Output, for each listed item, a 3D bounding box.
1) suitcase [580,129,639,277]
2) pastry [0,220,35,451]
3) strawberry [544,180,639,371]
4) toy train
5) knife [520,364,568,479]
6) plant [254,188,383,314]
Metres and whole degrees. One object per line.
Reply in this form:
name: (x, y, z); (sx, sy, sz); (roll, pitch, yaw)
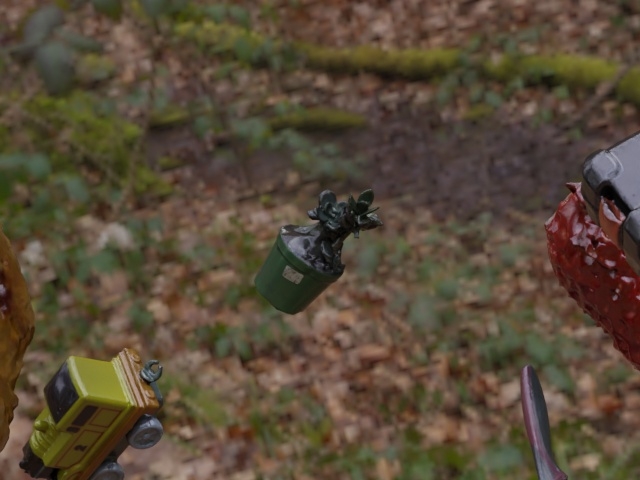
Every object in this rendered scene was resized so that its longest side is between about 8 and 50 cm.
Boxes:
suitcase: (0.344, 0.002, 1.156); (0.206, 0.066, 0.285); (-30, 55, -5)
pastry: (-0.454, 0.085, 1.449); (0.245, 0.409, 0.409); (-11, 19, 34)
strawberry: (0.351, 0.041, 1.649); (0.205, 0.244, 0.205); (-14, -24, -6)
toy train: (-0.254, 0.201, 1.724); (0.127, 0.219, 0.089); (17, 34, -41)
knife: (0.241, 0.247, 1.658); (0.035, 0.247, 0.018); (2, -25, -25)
plant: (0.000, 0.000, 1.041); (0.102, 0.051, 0.051); (-50, 7, 24)
